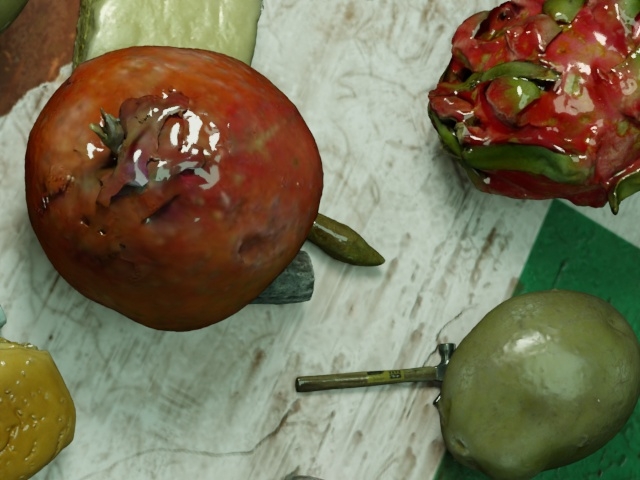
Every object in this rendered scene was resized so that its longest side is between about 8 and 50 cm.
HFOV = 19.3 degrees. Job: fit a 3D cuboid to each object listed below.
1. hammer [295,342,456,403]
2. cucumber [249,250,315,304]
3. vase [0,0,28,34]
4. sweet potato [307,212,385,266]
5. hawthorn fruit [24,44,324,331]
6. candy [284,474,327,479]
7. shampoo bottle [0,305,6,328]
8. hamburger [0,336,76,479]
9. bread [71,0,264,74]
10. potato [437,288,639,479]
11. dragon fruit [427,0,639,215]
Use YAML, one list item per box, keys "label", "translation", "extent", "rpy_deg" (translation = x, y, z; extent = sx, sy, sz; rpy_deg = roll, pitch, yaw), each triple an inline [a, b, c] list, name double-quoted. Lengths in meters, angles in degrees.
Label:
- label: "hammer"
  translation: [0.060, 0.145, 1.946]
  extent: [0.182, 0.017, 0.062]
  rpy_deg: [-4, 88, -22]
- label: "cucumber"
  translation: [-0.058, 0.035, 1.878]
  extent: [0.112, 0.064, 0.064]
  rpy_deg: [7, 83, -26]
- label: "vase"
  translation: [-0.440, -0.256, 1.674]
  extent: [0.329, 0.241, 0.302]
  rpy_deg: [43, 84, 15]
- label: "sweet potato"
  translation: [-0.001, -0.006, 1.919]
  extent: [0.153, 0.038, 0.041]
  rpy_deg: [16, 57, -19]
- label: "hawthorn fruit"
  translation: [-0.152, -0.061, 1.706]
  extent: [0.276, 0.307, 0.276]
  rpy_deg: [-3, 80, 16]
- label: "candy"
  translation: [-0.002, 0.366, 1.826]
  extent: [0.115, 0.155, 0.265]
  rpy_deg: [16, 80, -17]
- label: "shampoo bottle"
  translation: [-0.380, 0.106, 1.744]
  extent: [0.190, 0.041, 0.069]
  rpy_deg: [-31, 106, -23]
- label: "hamburger"
  translation: [-0.304, 0.161, 1.745]
  extent: [0.147, 0.083, 0.138]
  rpy_deg: [-35, 112, -25]
- label: "bread"
  translation: [-0.150, -0.200, 1.856]
  extent: [0.178, 0.060, 0.139]
  rpy_deg: [8, 83, -23]
- label: "potato"
  translation: [0.226, 0.149, 1.941]
  extent: [0.235, 0.160, 0.178]
  rpy_deg: [-42, 73, -13]
- label: "dragon fruit"
  translation: [0.250, -0.153, 1.937]
  extent: [0.302, 0.231, 0.237]
  rpy_deg: [-15, 104, -13]
